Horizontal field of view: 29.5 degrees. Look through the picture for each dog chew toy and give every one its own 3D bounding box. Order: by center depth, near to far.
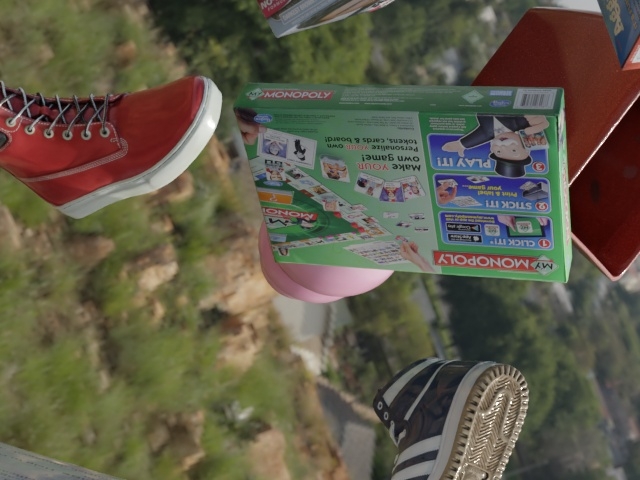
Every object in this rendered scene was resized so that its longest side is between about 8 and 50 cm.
[{"bbox_3d":[0.000,0.000,1.795,0.206,0.207,0.332,70,-23,9],"label":"dog chew toy"}]

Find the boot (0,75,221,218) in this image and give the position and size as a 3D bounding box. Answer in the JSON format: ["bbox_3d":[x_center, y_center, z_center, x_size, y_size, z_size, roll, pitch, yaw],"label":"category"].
[{"bbox_3d":[-0.224,-0.114,1.122,0.176,0.244,0.088,35,46,-37],"label":"boot"}]

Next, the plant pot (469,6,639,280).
[{"bbox_3d":[0.336,-0.151,1.579,0.236,0.267,0.267,39,2,37],"label":"plant pot"}]

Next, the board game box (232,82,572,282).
[{"bbox_3d":[0.086,-0.057,1.221,0.046,0.317,0.213,-69,155,-43],"label":"board game box"}]

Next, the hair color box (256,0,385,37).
[{"bbox_3d":[0.065,-0.375,1.588,0.113,0.185,0.374,62,29,-3],"label":"hair color box"}]

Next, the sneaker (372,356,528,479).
[{"bbox_3d":[0.098,0.247,1.256,0.099,0.282,0.153,35,-13,-29],"label":"sneaker"}]

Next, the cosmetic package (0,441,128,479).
[{"bbox_3d":[-0.259,0.380,1.046,0.394,0.328,0.329,160,-51,-85],"label":"cosmetic package"}]

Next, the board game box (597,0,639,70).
[{"bbox_3d":[0.204,-0.277,0.864,0.145,0.027,0.281,102,-22,-63],"label":"board game box"}]
